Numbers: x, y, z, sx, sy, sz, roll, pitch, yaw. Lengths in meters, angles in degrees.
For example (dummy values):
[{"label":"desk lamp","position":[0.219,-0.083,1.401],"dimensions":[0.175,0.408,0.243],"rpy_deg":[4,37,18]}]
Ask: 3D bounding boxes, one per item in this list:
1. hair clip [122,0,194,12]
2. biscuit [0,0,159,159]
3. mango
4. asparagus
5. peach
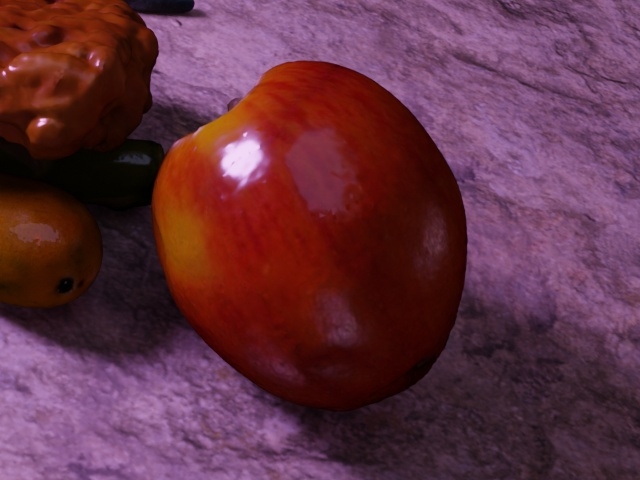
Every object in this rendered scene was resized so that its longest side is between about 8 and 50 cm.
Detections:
[{"label":"hair clip","position":[-0.242,-0.264,1.517],"dimensions":[0.230,0.039,0.070],"rpy_deg":[16,40,-14]},{"label":"biscuit","position":[-0.294,-0.154,1.229],"dimensions":[0.312,0.110,0.318],"rpy_deg":[8,20,-5]},{"label":"mango","position":[-0.252,-0.004,1.171],"dimensions":[0.163,0.089,0.111],"rpy_deg":[16,34,4]},{"label":"asparagus","position":[-0.270,-0.065,1.250],"dimensions":[0.278,0.067,0.060],"rpy_deg":[3,73,-16]},{"label":"peach","position":[0.000,0.000,1.169],"dimensions":[0.281,0.238,0.281],"rpy_deg":[51,11,-13]}]
